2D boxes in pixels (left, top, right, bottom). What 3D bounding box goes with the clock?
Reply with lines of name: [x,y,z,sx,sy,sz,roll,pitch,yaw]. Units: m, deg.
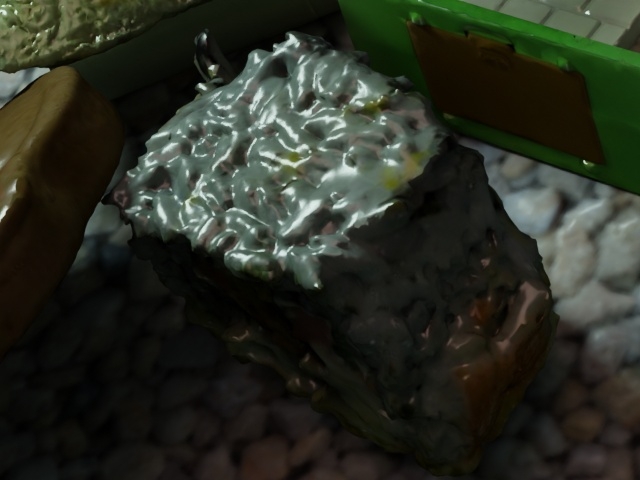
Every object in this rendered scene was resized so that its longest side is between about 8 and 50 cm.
clock: [0.175,-0.168,1.094,0.220,0.106,0.255,23,61,35]

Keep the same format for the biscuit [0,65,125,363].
biscuit: [-0.237,0.066,1.008,0.381,0.074,0.359,-51,14,-6]

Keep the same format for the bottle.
bottle: [-0.075,-0.149,1.208,0.201,0.072,0.072,-20,48,8]

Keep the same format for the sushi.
sushi: [0.000,0.000,0.975,0.274,0.184,0.139,26,67,38]

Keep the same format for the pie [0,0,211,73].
pie: [-0.133,-0.174,1.133,0.248,0.090,0.201,-27,28,-9]
